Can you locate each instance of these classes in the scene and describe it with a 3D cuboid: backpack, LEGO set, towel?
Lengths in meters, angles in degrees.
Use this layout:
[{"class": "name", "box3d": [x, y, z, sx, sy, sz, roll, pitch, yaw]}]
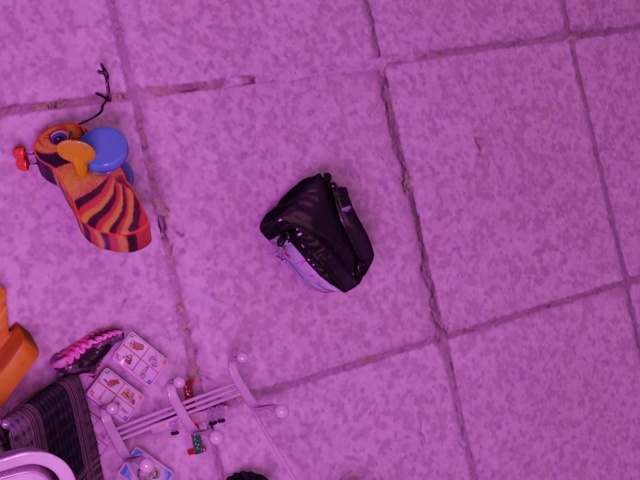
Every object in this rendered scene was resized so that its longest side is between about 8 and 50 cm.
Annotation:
[{"class": "backpack", "box3d": [0.000, 0.000, 2.078, 0.152, 0.115, 0.182, -45, 110, -19]}, {"class": "LEGO set", "box3d": [-0.248, 0.277, 1.916, 0.244, 0.060, 0.182, 40, 73, -20]}, {"class": "towel", "box3d": [-0.347, 0.359, 1.695, 0.056, 0.312, 0.324, -11, 95, 6]}]

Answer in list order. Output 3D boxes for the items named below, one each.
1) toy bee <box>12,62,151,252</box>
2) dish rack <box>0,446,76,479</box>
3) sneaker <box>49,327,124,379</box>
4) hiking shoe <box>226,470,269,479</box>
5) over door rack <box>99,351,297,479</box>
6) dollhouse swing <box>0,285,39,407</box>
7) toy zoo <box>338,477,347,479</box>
[{"class": "toy bee", "box3d": [-0.349, -0.098, 1.843, 0.162, 0.298, 0.195, -15, 129, -9]}, {"class": "dish rack", "box3d": [-0.392, 0.394, 1.463, 0.285, 0.072, 0.333, -16, 115, -11]}, {"class": "sneaker", "box3d": [-0.333, 0.170, 1.864, 0.119, 0.047, 0.057, -30, 107, -27]}, {"class": "hiking shoe", "box3d": [-0.165, 0.481, 1.889, 0.304, 0.113, 0.132, -38, 116, -26]}, {"class": "over door rack", "box3d": [-0.140, 0.333, 1.825, 0.239, 0.108, 0.324, -18, 72, -28]}, {"class": "dollhouse swing", "box3d": [-0.514, 0.103, 1.586, 0.347, 0.305, 0.315, 44, 61, -20]}, {"class": "toy zoo", "box3d": [0.002, 0.506, 1.951, 0.030, 0.192, 0.293, 29, 67, -29]}]
